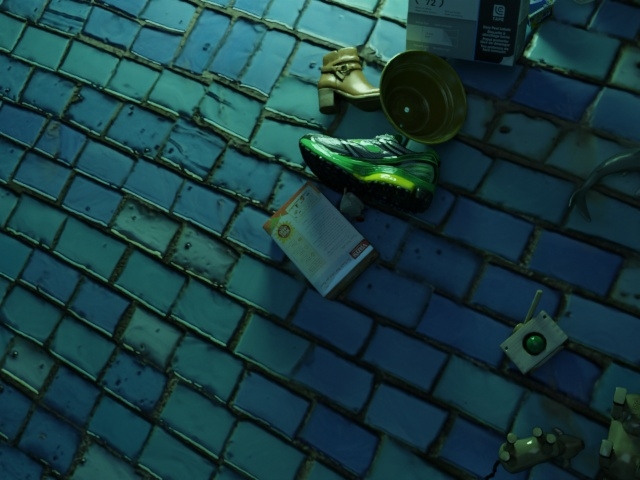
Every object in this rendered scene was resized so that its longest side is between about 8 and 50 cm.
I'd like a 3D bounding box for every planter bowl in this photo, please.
[{"bbox_3d":[0.210,-0.303,1.630,0.217,0.090,0.217,5,77,-20],"label":"planter bowl"}]

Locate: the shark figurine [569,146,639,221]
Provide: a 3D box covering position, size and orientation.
[{"bbox_3d":[0.623,-0.150,1.462,0.278,0.116,0.166,-12,72,14],"label":"shark figurine"}]

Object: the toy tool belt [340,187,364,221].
[{"bbox_3d":[0.075,-0.082,1.650,0.052,0.083,0.051,-15,58,25],"label":"toy tool belt"}]

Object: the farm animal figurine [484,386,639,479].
[{"bbox_3d":[0.521,0.405,1.337,0.330,0.172,0.327,34,77,31],"label":"farm animal figurine"}]

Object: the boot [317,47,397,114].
[{"bbox_3d":[0.085,-0.382,1.726,0.197,0.073,0.152,-2,72,16],"label":"boot"}]

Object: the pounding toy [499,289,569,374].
[{"bbox_3d":[0.414,0.184,1.430,0.130,0.141,0.100,-41,67,5],"label":"pounding toy"}]

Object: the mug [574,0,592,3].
[{"bbox_3d":[0.576,-0.628,1.598,0.150,0.113,0.169,-33,64,20],"label":"mug"}]

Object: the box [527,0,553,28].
[{"bbox_3d":[0.455,-0.562,1.652,0.059,0.054,0.169,-30,68,9],"label":"box"}]

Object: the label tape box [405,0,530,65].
[{"bbox_3d":[0.320,-0.566,1.561,0.249,0.348,0.115,14,37,22],"label":"label tape box"}]

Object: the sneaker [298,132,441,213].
[{"bbox_3d":[0.108,-0.175,1.649,0.343,0.134,0.146,20,69,19],"label":"sneaker"}]

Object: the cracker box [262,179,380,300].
[{"bbox_3d":[0.000,0.000,1.659,0.155,0.067,0.232,-44,66,5],"label":"cracker box"}]
